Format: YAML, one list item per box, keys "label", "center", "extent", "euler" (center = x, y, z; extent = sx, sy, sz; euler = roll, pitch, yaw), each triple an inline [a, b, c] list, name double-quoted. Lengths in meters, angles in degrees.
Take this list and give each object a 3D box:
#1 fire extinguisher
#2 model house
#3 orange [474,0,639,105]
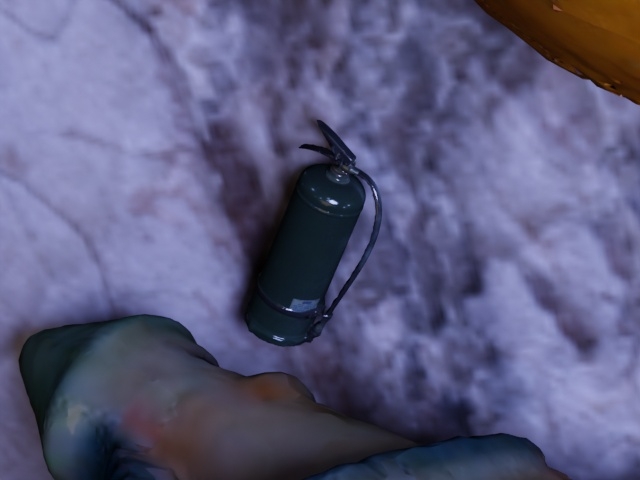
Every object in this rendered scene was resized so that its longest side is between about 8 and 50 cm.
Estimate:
- label: "fire extinguisher"
  center: [0.000, 0.000, 0.649]
  extent: [0.038, 0.025, 0.083]
  euler: [29, 123, 12]
- label: "model house"
  center: [-0.017, 0.193, 0.660]
  extent: [0.280, 0.245, 0.312]
  euler: [20, 105, 36]
- label: "orange"
  center: [0.121, -0.138, 0.415]
  extent: [0.240, 0.240, 0.240]
  euler: [6, 122, 9]
